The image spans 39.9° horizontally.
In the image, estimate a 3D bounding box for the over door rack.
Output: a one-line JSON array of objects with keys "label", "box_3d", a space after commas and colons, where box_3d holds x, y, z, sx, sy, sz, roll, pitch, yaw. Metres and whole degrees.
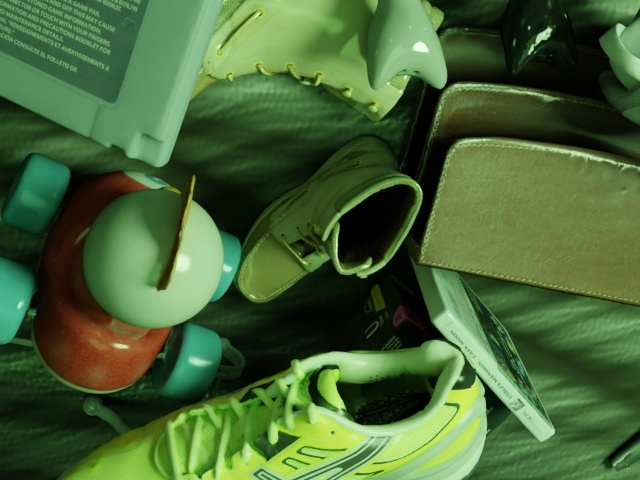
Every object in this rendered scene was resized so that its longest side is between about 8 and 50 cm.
[{"label": "over door rack", "box_3d": [-0.261, 0.190, 0.886, 0.324, 0.108, 0.240, 9, 111, -33]}]

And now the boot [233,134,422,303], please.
[{"label": "boot", "box_3d": [0.000, 0.000, 0.827, 0.213, 0.165, 0.077, -44, 109, 9]}]

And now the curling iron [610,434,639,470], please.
[{"label": "curling iron", "box_3d": [0.460, 0.192, 1.032, 0.274, 0.035, 0.068, -36, 111, 7]}]

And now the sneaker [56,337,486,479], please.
[{"label": "sneaker", "box_3d": [-0.043, 0.163, 0.758, 0.384, 0.145, 0.147, -14, 135, -11]}]

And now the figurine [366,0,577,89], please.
[{"label": "figurine", "box_3d": [0.117, -0.233, 0.741, 0.214, 0.092, 0.210, -11, 95, -18]}]

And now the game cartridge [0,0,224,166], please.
[{"label": "game cartridge", "box_3d": [-0.224, -0.208, 0.725, 0.294, 0.060, 0.196, 26, 111, 10]}]

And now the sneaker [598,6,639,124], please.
[{"label": "sneaker", "box_3d": [0.391, -0.155, 0.793, 0.210, 0.366, 0.137, 39, 127, 20]}]

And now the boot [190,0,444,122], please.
[{"label": "boot", "box_3d": [-0.033, -0.157, 0.803, 0.203, 0.095, 0.262, 34, 98, -18]}]

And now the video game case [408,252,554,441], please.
[{"label": "video game case", "box_3d": [0.150, 0.085, 0.867, 0.022, 0.190, 0.173, -38, 111, 13]}]

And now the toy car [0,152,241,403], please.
[{"label": "toy car", "box_3d": [-0.147, 0.006, 0.747, 0.219, 0.210, 0.238, 24, 146, -24]}]

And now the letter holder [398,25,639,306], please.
[{"label": "letter holder", "box_3d": [0.243, -0.072, 0.841, 0.301, 0.152, 0.214, 11, 108, -11]}]

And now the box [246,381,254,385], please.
[{"label": "box", "box_3d": [-0.016, 0.286, 0.937, 0.168, 0.167, 0.203, 10, 110, -11]}]

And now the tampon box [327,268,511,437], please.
[{"label": "tampon box", "box_3d": [0.103, 0.131, 0.916, 0.161, 0.120, 0.101, 38, 103, -19]}]
